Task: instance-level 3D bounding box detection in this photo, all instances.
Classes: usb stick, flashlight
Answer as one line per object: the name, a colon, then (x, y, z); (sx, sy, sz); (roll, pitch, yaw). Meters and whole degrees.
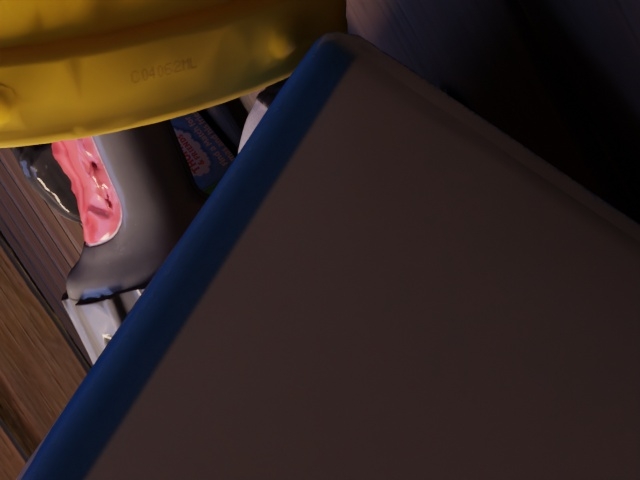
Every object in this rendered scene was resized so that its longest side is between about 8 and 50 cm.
usb stick: (-0.203, -0.082, 1.103); (0.077, 0.045, 0.278); (57, 175, -27)
flashlight: (-0.130, -0.069, 0.745); (0.103, 0.103, 0.304); (5, 120, 56)

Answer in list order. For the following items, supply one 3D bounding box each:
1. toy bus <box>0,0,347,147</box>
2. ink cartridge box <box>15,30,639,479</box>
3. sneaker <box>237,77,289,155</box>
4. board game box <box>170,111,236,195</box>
toy bus: (-0.091, -0.165, 0.419); (0.211, 0.149, 0.220); (92, 153, -42)
ink cartridge box: (-0.049, 0.152, 0.522); (0.166, 0.285, 0.395); (33, 157, -3)
sneaker: (0.000, 0.000, 0.639); (0.083, 0.071, 0.190); (50, 167, 43)
board game box: (-0.092, -0.047, 0.897); (0.211, 0.039, 0.160); (51, 166, 20)
